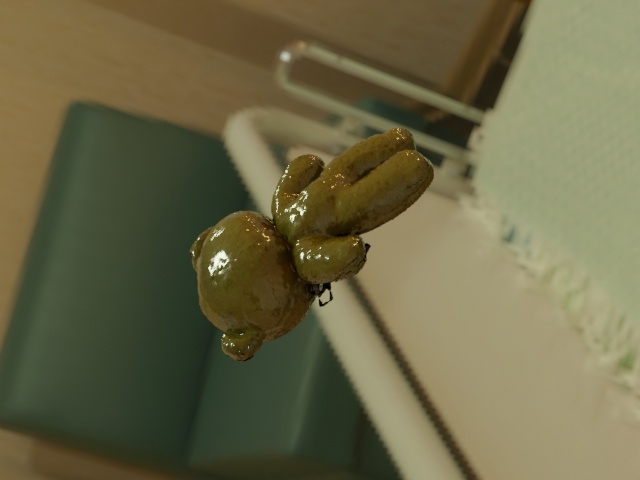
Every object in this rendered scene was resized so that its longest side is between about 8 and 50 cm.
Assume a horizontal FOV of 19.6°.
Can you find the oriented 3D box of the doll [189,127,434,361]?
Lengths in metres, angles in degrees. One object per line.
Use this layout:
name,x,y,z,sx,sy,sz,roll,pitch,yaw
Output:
doll,0.000,0.000,1.411,0.209,0.097,0.137,-33,45,9
